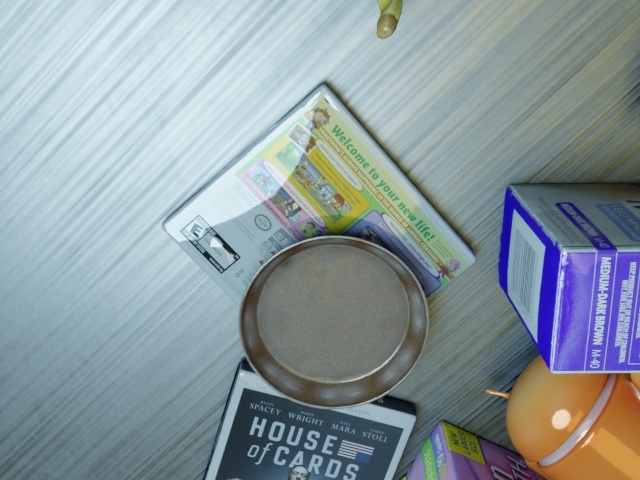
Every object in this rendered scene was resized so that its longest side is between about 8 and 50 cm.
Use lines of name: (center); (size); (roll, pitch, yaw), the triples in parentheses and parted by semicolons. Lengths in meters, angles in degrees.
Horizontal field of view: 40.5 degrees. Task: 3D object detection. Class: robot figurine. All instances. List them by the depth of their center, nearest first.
robot figurine: (0.262, 0.175, 0.777); (0.219, 0.158, 0.128); (36, 83, 4)

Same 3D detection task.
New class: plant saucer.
plant saucer: (0.012, 0.071, 0.775); (0.169, 0.029, 0.168); (0, 110, 0)

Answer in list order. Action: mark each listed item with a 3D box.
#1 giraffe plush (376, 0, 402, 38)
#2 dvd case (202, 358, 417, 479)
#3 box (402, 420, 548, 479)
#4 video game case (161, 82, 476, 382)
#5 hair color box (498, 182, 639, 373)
giraffe plush: (-0.007, -0.259, 0.618); (0.171, 0.210, 0.181); (19, 80, 10)
dvd case: (-0.026, 0.246, 0.865); (0.179, 0.029, 0.238); (16, 110, -7)
box: (0.201, 0.309, 0.792); (0.243, 0.213, 0.117); (24, 108, -8)
video game case: (0.000, 0.000, 0.778); (0.193, 0.023, 0.212); (-39, 105, 13)
hair color box: (0.334, 0.022, 0.704); (0.339, 0.185, 0.110); (1, 109, -1)
